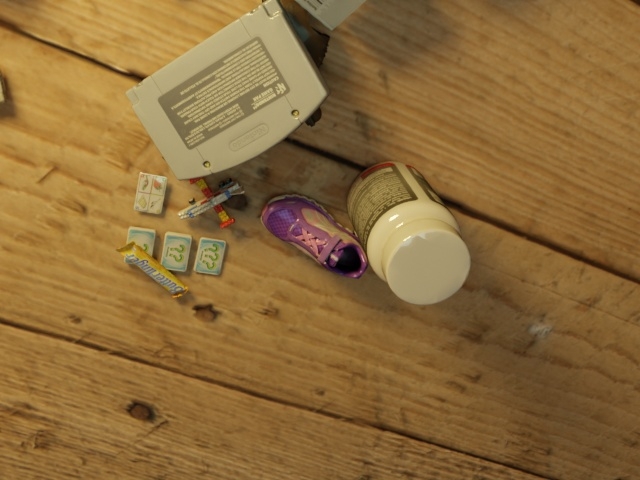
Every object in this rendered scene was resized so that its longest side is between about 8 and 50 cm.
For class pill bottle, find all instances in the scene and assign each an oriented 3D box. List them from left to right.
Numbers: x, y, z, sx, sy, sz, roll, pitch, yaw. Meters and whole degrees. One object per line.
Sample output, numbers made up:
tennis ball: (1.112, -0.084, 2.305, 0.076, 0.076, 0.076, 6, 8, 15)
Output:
pill bottle: (0.146, -0.016, 1.237, 0.161, 0.283, 0.161, -4, 117, -7)

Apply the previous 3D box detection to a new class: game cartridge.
game cartridge: (-0.144, -0.226, 1.152, 0.297, 0.062, 0.198, -26, 107, 19)

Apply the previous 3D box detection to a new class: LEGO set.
LEGO set: (-0.245, -0.042, 1.288, 0.183, 0.060, 0.244, 10, 117, -15)

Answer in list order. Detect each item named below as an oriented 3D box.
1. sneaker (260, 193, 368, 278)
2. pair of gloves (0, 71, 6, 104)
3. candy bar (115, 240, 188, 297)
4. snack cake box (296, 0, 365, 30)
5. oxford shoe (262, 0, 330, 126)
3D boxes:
sneaker: (0.000, 0.000, 1.324, 0.237, 0.104, 0.095, 29, 110, -20)
pair of gloves: (-0.616, -0.307, 1.103, 0.204, 0.042, 0.240, -14, 120, -6)
candy bar: (-0.308, 0.055, 1.333, 0.040, 0.018, 0.161, -29, 127, 18)
snack cake box: (-0.018, -0.430, 1.006, 0.152, 0.089, 0.264, -36, 146, 22)
oxford shoe: (-0.023, -0.298, 1.183, 0.096, 0.082, 0.227, -16, 118, -3)
